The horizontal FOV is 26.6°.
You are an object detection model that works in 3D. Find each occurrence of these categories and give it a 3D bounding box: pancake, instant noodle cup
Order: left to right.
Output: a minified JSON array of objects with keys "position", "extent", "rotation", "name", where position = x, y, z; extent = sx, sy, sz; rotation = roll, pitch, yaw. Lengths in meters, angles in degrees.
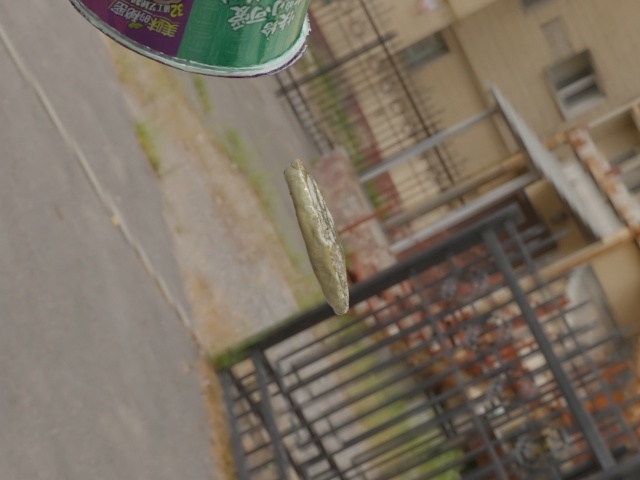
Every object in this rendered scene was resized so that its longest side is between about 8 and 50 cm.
[{"position":[-0.093,-0.294,1.195],"extent":[0.190,0.251,0.251],"rotation":[-63,-145,39],"name":"instant noodle cup"},{"position":[0.001,0.000,1.216],"extent":[0.151,0.025,0.152],"rotation":[-20,90,-86],"name":"pancake"}]
